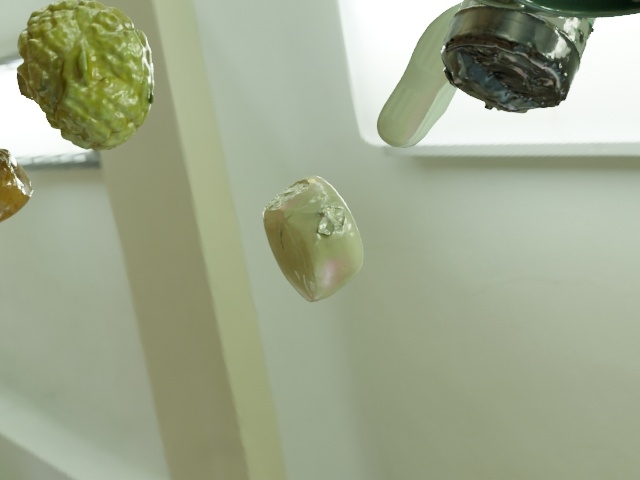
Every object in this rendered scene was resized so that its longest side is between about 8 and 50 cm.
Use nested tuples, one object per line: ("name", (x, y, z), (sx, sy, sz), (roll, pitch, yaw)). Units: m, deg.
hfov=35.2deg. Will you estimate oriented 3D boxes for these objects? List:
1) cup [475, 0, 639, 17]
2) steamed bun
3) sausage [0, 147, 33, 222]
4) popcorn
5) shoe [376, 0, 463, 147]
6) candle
("cup", (0.242, -0.434, 0.982), (0.401, 0.310, 0.392), (-15, -118, 24))
("steamed bun", (0.000, 0.000, 1.990), (0.152, 0.170, 0.239), (1, -59, 56))
("sausage", (-0.642, -0.032, 1.625), (0.134, 0.354, 0.116), (63, 0, 33))
("popcorn", (-0.378, -0.255, 1.635), (0.237, 0.206, 0.251), (31, -32, 12))
("shoe", (0.184, -0.262, 1.623), (0.095, 0.110, 0.265), (37, -86, 15))
("candle", (0.299, -0.342, 1.367), (0.187, 0.187, 0.330), (5, -114, 55))
